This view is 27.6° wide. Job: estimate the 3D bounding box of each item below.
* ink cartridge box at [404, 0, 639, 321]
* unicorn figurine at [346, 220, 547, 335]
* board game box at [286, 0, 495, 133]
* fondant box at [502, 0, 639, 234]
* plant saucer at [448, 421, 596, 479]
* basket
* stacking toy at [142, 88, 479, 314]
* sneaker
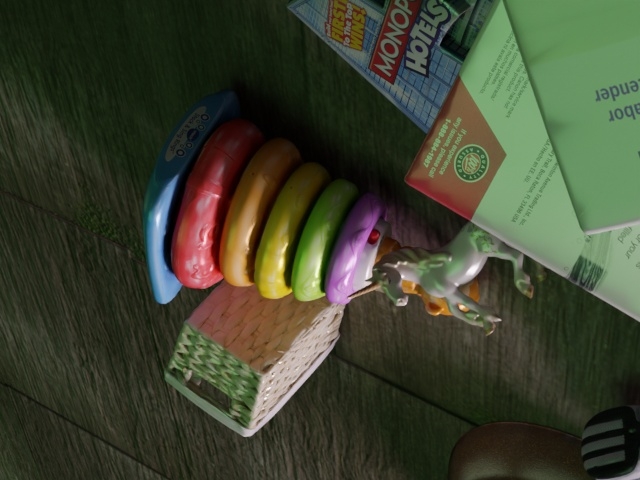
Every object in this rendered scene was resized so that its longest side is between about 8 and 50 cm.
[{"bbox_3d":[0.202,-0.061,0.843,0.237,0.100,0.172,31,123,8],"label":"ink cartridge box"},{"bbox_3d":[0.117,0.026,1.094,0.111,0.162,0.060,44,-177,-3],"label":"unicorn figurine"},{"bbox_3d":[0.074,-0.174,0.963,0.194,0.060,0.194,34,145,13],"label":"board game box"},{"bbox_3d":[0.206,-0.188,0.665,0.238,0.096,0.330,-13,109,29],"label":"fondant box"},{"bbox_3d":[0.253,0.314,1.321,0.311,0.050,0.310,28,143,23],"label":"plant saucer"},{"bbox_3d":[-0.060,0.091,1.299,0.113,0.167,0.103,33,138,15],"label":"basket"},{"bbox_3d":[0.000,0.000,1.170,0.302,0.175,0.165,21,144,12],"label":"stacking toy"},{"bbox_3d":[0.330,0.160,1.075,0.098,0.083,0.224,24,151,-38],"label":"sneaker"}]
